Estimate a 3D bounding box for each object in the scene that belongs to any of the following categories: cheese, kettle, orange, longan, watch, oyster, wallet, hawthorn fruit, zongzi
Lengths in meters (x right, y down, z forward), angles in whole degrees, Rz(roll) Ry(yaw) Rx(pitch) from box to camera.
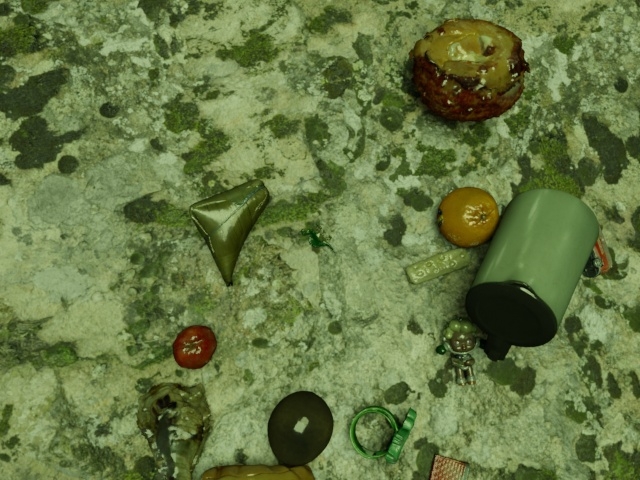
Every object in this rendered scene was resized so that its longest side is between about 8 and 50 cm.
[{"bbox_3d":[0.343,0.073,1.492,0.194,0.043,0.064,-18,84,-7],"label":"cheese"},{"bbox_3d":[0.544,0.107,1.365,0.250,0.361,0.376,25,53,20],"label":"kettle"},{"bbox_3d":[0.425,-0.068,1.471,0.178,0.155,0.177,2,68,-4],"label":"orange"},{"bbox_3d":[-0.053,0.487,1.329,0.168,0.167,0.187,22,88,-2],"label":"longan"},{"bbox_3d":[0.164,0.505,1.380,0.152,0.131,0.165,22,83,17],"label":"watch"},{"bbox_3d":[-0.383,0.531,1.302,0.198,0.133,0.336,-10,71,10],"label":"oyster"},{"bbox_3d":[0.340,0.697,1.402,0.103,0.020,0.196,17,79,-3],"label":"wallet"},{"bbox_3d":[-0.335,0.282,1.358,0.128,0.128,0.128,1,81,-5],"label":"hawthorn fruit"},{"bbox_3d":[-0.215,-0.027,1.426,0.228,0.115,0.256,-25,90,-13],"label":"zongzi"}]

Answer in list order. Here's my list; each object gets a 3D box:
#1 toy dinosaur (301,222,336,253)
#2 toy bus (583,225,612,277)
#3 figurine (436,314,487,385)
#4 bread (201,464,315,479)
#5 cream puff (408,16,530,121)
[{"bbox_3d":[0.000,-0.001,1.485,0.060,0.029,0.119,-43,92,5],"label":"toy dinosaur"},{"bbox_3d":[0.810,0.021,1.531,0.077,0.079,0.174,-15,83,-17],"label":"toy bus"},{"bbox_3d":[0.399,0.308,1.434,0.147,0.093,0.197,-9,83,4],"label":"figurine"},{"bbox_3d":[-0.159,0.659,1.307,0.295,0.132,0.166,1,87,-7],"label":"bread"},{"bbox_3d":[0.434,-0.482,1.497,0.351,0.228,0.350,-3,59,4],"label":"cream puff"}]
